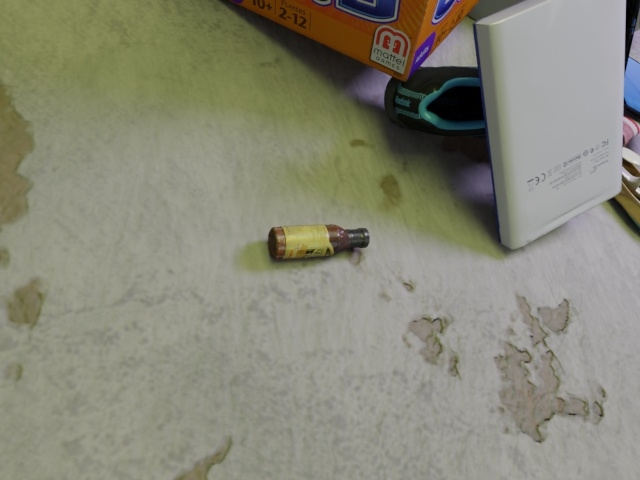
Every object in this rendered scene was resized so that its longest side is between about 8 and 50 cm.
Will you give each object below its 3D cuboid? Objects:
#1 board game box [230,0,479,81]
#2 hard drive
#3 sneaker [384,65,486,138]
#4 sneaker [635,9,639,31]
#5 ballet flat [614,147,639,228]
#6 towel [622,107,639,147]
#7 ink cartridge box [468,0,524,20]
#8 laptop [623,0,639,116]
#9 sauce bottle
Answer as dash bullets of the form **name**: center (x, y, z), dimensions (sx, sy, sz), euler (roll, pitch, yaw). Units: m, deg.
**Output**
- **board game box**: center (0.079, -0.516, 0.765), dimensions (0.356, 0.356, 0.356), euler (29, 56, 15)
- **hard drive**: center (0.316, -0.166, 0.750), dimensions (0.210, 0.318, 0.040), euler (-26, 33, -13)
- **sneaker**: center (0.271, -0.192, 0.811), dimensions (0.341, 0.125, 0.139), euler (-5, 21, -7)
- **sneaker**: center (0.720, -0.545, 1.121), dimensions (0.102, 0.282, 0.161), euler (47, 53, -19)
- **ballet flat**: center (0.527, -0.083, 0.925), dimensions (0.232, 0.073, 0.080), euler (46, 56, 6)
- **towel**: center (0.500, -0.290, 1.000), dimensions (0.329, 0.037, 0.237), euler (-29, 72, -41)
- **ink cartridge box**: center (0.347, -0.504, 1.043), dimensions (0.127, 0.128, 0.176), euler (29, 56, -4)
- **laptop**: center (0.553, -0.335, 0.947), dimensions (0.136, 0.264, 0.234), euler (0, 45, 14)
- **sauce bottle**: center (0.000, 0.000, 0.698), dimensions (0.128, 0.042, 0.042), euler (-3, 65, -20)
